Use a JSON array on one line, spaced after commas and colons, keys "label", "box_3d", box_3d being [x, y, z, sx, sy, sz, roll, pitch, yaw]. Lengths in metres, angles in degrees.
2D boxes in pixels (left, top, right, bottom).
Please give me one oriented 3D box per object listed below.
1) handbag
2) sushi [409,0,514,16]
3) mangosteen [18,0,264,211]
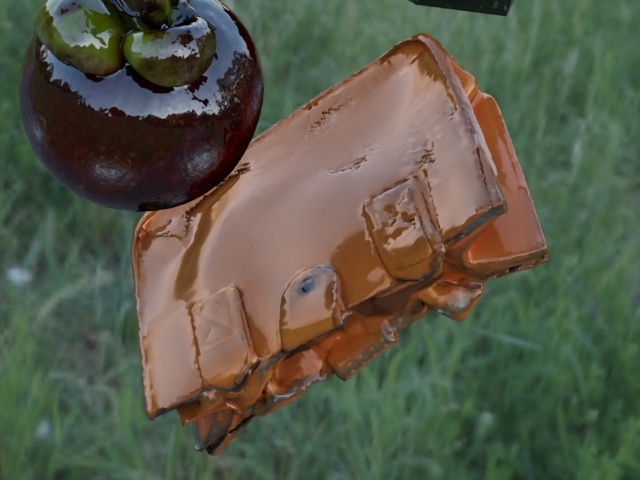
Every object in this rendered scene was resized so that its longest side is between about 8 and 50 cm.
[{"label": "handbag", "box_3d": [0.000, 0.000, 1.584, 0.116, 0.410, 0.303, 43, 23, -38]}, {"label": "sushi", "box_3d": [0.116, -0.381, 1.697, 0.212, 0.227, 0.215, 8, 19, -1]}, {"label": "mangosteen", "box_3d": [-0.157, -0.145, 1.362, 0.215, 0.257, 0.215, -1, 64, 3]}]
